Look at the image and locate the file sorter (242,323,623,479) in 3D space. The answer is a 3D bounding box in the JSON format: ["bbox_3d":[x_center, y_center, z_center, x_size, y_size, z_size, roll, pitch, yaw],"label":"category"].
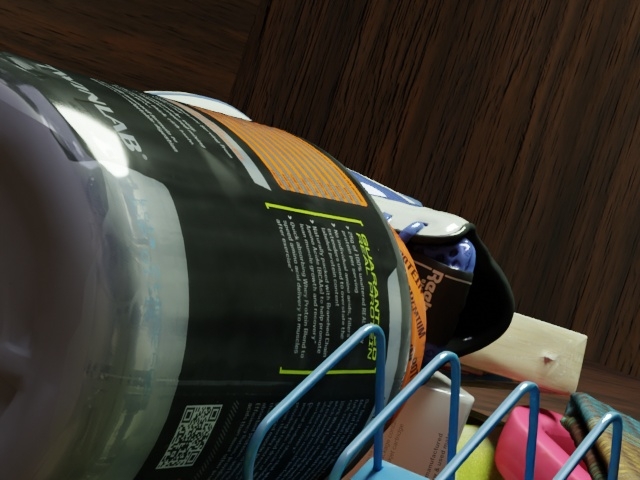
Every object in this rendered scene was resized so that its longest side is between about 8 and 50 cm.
[{"bbox_3d":[0.064,0.121,0.711,0.170,0.104,0.118,19,37,27],"label":"file sorter"}]

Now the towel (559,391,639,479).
[{"bbox_3d":[0.317,0.210,0.999,0.370,0.040,0.271,28,5,0],"label":"towel"}]

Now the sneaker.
[{"bbox_3d":[0.001,0.000,1.054,0.316,0.127,0.182,18,2,-28],"label":"sneaker"}]

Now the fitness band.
[{"bbox_3d":[0.242,0.196,1.227,0.209,0.054,0.291,16,9,-20],"label":"fitness band"}]

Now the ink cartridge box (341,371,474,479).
[{"bbox_3d":[-0.029,0.100,1.135,0.218,0.092,0.158,19,2,-12],"label":"ink cartridge box"}]

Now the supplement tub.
[{"bbox_3d":[-0.089,0.035,0.781,0.207,0.207,0.338,20,4,26],"label":"supplement tub"}]

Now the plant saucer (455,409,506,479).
[{"bbox_3d":[0.066,0.144,1.340,0.188,0.045,0.188,20,3,28],"label":"plant saucer"}]

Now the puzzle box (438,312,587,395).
[{"bbox_3d":[-0.001,0.069,1.437,0.272,0.052,0.409,18,-10,-23],"label":"puzzle box"}]
